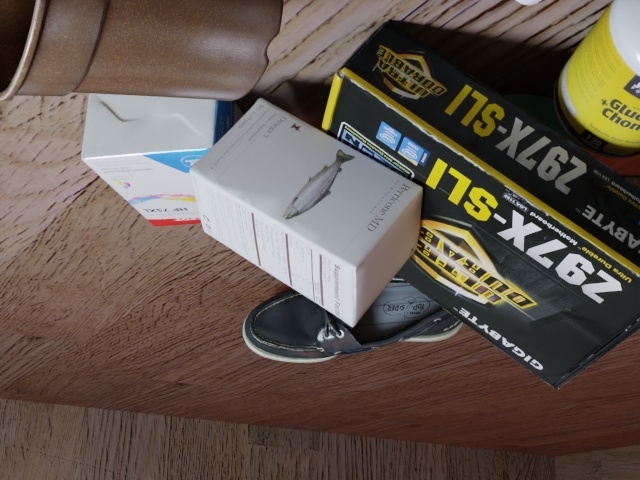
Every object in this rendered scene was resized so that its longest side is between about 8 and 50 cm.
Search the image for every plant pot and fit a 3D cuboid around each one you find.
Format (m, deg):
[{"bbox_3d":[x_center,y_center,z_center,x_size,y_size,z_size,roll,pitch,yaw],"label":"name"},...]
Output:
[{"bbox_3d":[-0.123,-0.166,0.627,0.165,0.167,0.167,3,162,-30],"label":"plant pot"}]

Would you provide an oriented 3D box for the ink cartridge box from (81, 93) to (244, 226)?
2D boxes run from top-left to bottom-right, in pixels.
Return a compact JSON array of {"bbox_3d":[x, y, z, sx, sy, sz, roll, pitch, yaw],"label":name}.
[{"bbox_3d":[-0.133,-0.076,0.972,0.134,0.078,0.231,-4,160,12],"label":"ink cartridge box"}]

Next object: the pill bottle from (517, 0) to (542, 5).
[{"bbox_3d":[0.174,-0.206,0.619,0.065,0.065,0.116,19,154,-40],"label":"pill bottle"}]

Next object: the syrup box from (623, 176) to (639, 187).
[{"bbox_3d":[0.332,-0.014,1.101,0.237,0.093,0.096,0,161,1],"label":"syrup box"}]

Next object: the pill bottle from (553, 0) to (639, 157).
[{"bbox_3d":[0.259,-0.144,0.731,0.103,0.103,0.184,3,160,-7],"label":"pill bottle"}]

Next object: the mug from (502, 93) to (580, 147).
[{"bbox_3d":[0.182,-0.069,0.948,0.158,0.097,0.129,-17,154,39],"label":"mug"}]

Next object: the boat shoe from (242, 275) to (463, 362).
[{"bbox_3d":[0.052,0.107,1.401,0.340,0.127,0.113,-1,159,-1],"label":"boat shoe"}]

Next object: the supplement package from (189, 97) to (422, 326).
[{"bbox_3d":[-0.012,-0.027,0.846,0.179,0.105,0.105,31,153,20],"label":"supplement package"}]

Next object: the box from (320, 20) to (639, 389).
[{"bbox_3d":[0.144,-0.018,0.859,0.322,0.079,0.257,36,154,8],"label":"box"}]
